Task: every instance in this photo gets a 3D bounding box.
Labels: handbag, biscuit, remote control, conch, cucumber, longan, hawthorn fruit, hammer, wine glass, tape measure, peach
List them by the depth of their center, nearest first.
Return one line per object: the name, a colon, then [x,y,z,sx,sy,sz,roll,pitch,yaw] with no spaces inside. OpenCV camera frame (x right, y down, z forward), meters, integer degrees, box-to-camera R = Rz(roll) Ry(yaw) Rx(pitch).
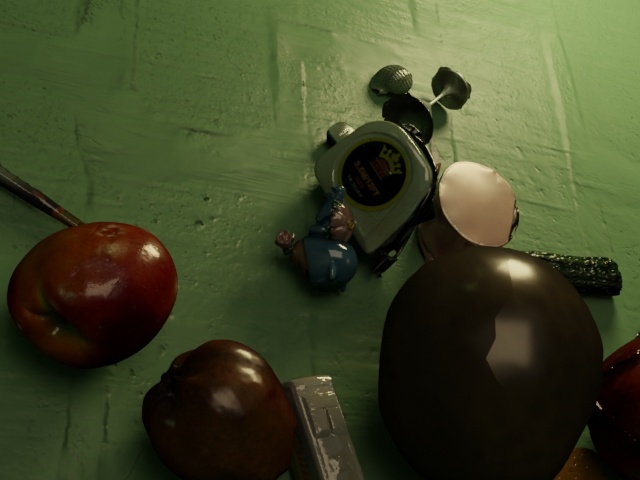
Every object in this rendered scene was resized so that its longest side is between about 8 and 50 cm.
hawthorn fruit: [-0.127,0.263,1.429,0.248,0.208,0.208,39,46,-29]
peach: [-0.327,0.073,1.450,0.243,0.200,0.243,-1,27,0]
longan: [0.265,0.202,1.554,0.404,0.336,0.405,16,68,-45]
hammer: [-0.424,-0.048,1.589,0.287,0.033,0.111,34,50,0]
biscuit: [0.386,0.422,1.648,0.240,0.035,0.158,-23,72,-34]
hawthorn fruit: [0.604,0.299,1.680,0.315,0.316,0.316,12,54,-17]
tape measure: [0.124,-0.088,1.778,0.207,0.115,0.235,-35,72,8]
handbag: [0.273,-0.034,1.850,0.179,0.116,0.205,25,51,-8]
remote control: [0.094,-0.135,1.882,0.222,0.042,0.072,48,52,9]
cucumber: [0.465,0.062,1.907,0.265,0.077,0.077,4,57,-20]
wine glass: [0.220,-0.273,1.990,0.122,0.122,0.183,44,50,8]
conch: [0.147,-0.331,2.033,0.085,0.057,0.076,-14,53,-32]

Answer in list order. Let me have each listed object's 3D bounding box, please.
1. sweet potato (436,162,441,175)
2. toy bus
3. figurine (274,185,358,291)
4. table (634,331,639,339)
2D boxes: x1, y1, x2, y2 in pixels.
sweet potato: [0.211,-0.118,1.938,0.026,0.026,0.115,33,52,-2]
toy bus: [0.003,0.328,1.487,0.092,0.106,0.268,-4,60,-29]
figurine: [-0.004,-0.001,1.700,0.144,0.114,0.178,7,78,2]
table: [0.798,0.211,1.829,0.335,0.272,0.222,43,52,7]
